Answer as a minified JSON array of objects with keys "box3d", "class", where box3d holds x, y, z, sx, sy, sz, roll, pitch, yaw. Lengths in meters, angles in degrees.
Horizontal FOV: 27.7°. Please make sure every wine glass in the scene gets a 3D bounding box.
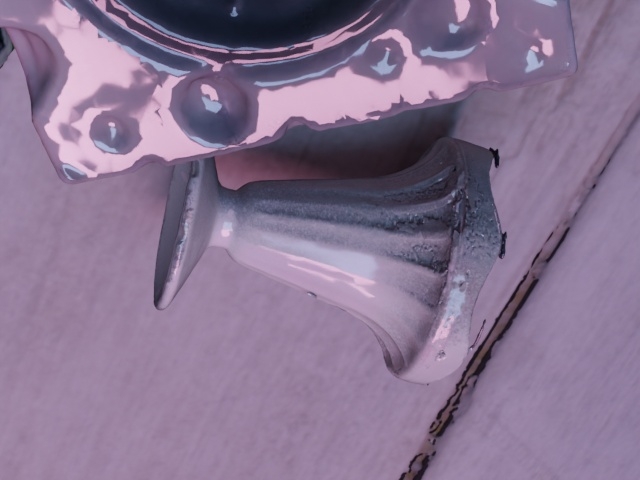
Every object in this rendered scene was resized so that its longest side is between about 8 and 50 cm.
[{"box3d":[0.000,0.000,0.825,0.196,0.165,0.165,10,124,-10],"class":"wine glass"}]

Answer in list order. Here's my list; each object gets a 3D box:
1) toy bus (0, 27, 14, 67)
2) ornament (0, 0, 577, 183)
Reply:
[{"box3d":[-0.296,-0.091,0.688,0.276,0.164,0.133,-27,128,10],"class":"toy bus"},{"box3d":[-0.032,-0.207,0.588,0.239,0.239,0.240,-11,128,9],"class":"ornament"}]
